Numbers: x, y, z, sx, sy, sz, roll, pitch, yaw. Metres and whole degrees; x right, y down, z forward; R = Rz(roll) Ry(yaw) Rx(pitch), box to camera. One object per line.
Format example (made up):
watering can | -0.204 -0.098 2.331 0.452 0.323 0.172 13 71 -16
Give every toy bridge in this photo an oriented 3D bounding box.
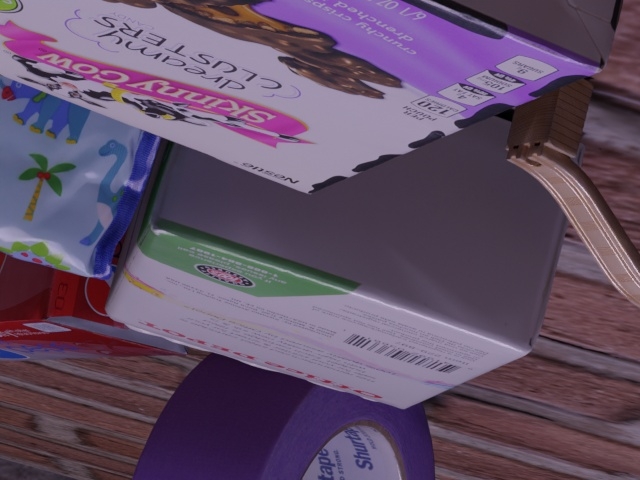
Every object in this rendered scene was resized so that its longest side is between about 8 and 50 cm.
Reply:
toy bridge | 0.143 0.001 0.731 0.188 0.063 0.026 25 163 -33

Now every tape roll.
tape roll | -0.023 0.203 1.257 0.090 0.275 0.275 7 164 28

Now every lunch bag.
lunch bag | -0.127 -0.064 0.709 0.129 0.096 0.151 20 -166 -19

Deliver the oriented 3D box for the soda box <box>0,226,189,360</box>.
soda box | -0.160 0.013 1.032 0.083 0.092 0.263 16 167 -32

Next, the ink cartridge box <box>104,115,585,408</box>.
ink cartridge box | 0.000 0.000 0.821 0.154 0.093 0.212 18 164 -7

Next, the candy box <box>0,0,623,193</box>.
candy box | -0.028 -0.086 0.559 0.165 0.070 0.196 20 165 -19
